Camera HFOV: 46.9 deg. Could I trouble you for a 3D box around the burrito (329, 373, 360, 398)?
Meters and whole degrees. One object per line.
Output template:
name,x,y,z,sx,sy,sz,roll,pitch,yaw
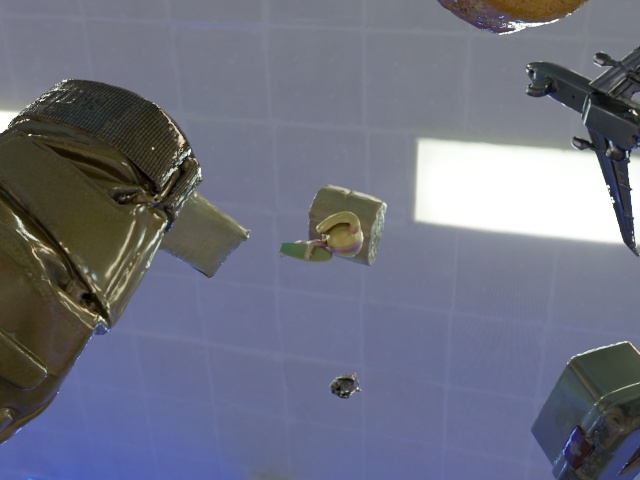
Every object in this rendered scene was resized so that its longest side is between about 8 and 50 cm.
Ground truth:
burrito,0.045,0.261,1.326,0.051,0.171,0.042,-18,-99,1

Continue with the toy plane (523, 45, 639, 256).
toy plane,0.248,-0.096,0.583,0.226,0.058,0.226,33,-42,33

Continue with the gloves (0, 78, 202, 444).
gloves,-0.198,0.030,0.397,0.141,0.331,0.154,-20,-65,48

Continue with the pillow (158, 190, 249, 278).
pillow,-0.232,-0.015,1.388,0.181,0.077,0.134,36,-64,-27

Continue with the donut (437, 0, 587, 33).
donut,0.245,-0.384,0.889,0.278,0.108,0.277,-6,-65,-14

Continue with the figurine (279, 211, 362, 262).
figurine,0.000,0.000,1.324,0.187,0.083,0.083,-11,-69,40

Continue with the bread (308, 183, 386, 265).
bread,0.058,-0.034,1.531,0.141,0.134,0.148,18,-37,15

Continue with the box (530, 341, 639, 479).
box,0.403,0.255,1.046,0.148,0.129,0.210,-10,-45,-21
